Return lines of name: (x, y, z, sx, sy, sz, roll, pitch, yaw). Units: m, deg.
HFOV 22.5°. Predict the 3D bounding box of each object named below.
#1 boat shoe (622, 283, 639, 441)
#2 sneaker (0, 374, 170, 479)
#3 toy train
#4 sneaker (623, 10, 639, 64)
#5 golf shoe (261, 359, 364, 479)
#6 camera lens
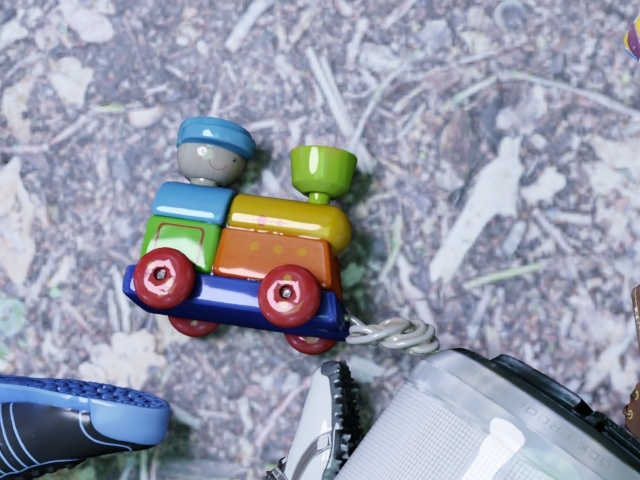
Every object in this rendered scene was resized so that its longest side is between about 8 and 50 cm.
boat shoe: (0.225, 0.112, 1.049, 0.060, 0.064, 0.178, -12, 91, 30)
sneaker: (-0.216, 0.144, 1.145, 0.232, 0.081, 0.091, 3, 91, 20)
toy train: (0.000, 0.000, 1.095, 0.248, 0.105, 0.143, 7, 76, 13)
sneaker: (0.245, -0.113, 1.060, 0.083, 0.069, 0.186, -9, 79, 21)
golf shoe: (-0.022, 0.177, 1.097, 0.093, 0.077, 0.198, 7, 88, 13)
camera lens: (0.088, 0.220, 0.972, 0.219, 0.219, 0.274, 36, 85, 12)
